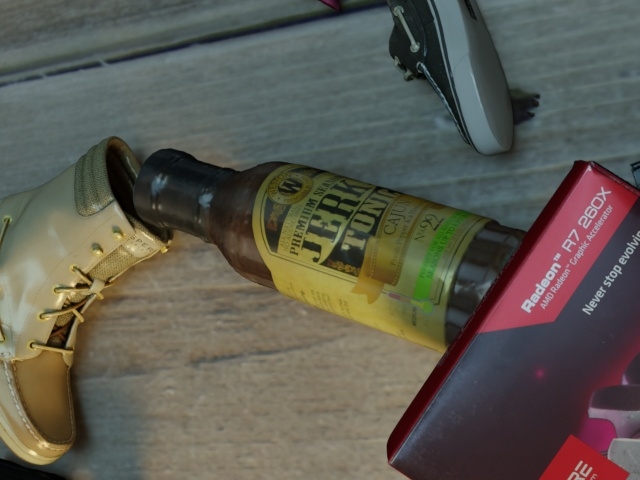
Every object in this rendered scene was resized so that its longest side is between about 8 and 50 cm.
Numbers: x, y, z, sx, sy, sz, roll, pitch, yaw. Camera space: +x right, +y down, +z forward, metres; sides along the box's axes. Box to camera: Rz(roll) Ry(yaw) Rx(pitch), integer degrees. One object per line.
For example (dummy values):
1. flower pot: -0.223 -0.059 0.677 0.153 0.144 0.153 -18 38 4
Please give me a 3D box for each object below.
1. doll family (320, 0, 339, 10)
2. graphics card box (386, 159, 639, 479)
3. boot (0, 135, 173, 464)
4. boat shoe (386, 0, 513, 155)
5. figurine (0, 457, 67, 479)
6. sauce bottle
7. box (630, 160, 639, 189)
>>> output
1. doll family: -0.045 -0.326 0.890 0.263 0.118 0.163 32 99 24
2. graphics card box: 0.255 0.141 0.632 0.371 0.094 0.232 34 99 8
3. boot: -0.224 0.053 0.937 0.203 0.095 0.262 -26 68 19
4. boat shoe: 0.095 -0.160 0.826 0.070 0.078 0.219 -25 69 27
5. figurine: -0.245 0.311 0.912 0.210 0.092 0.214 4 85 22
6. sauce bottle: 0.000 0.000 0.823 0.344 0.111 0.111 17 89 26
7. box: 0.333 0.004 0.698 0.184 0.045 0.190 -20 74 20
